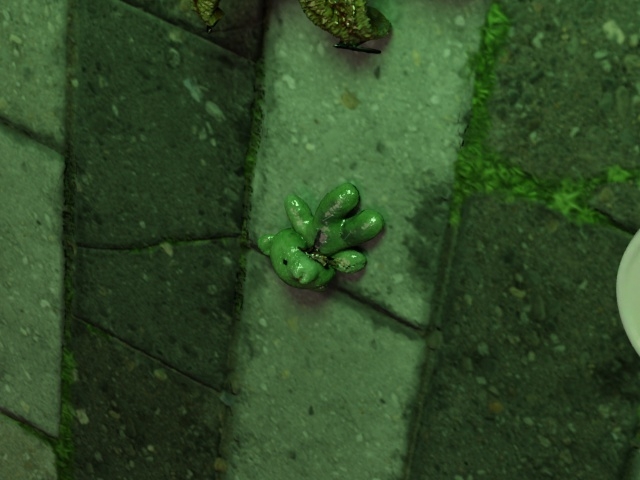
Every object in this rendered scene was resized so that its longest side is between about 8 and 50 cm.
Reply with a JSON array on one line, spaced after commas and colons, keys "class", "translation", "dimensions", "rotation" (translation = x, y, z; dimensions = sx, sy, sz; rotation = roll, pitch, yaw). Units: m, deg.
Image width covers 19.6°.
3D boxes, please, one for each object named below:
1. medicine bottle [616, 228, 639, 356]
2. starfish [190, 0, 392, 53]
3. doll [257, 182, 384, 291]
[{"class": "medicine bottle", "translation": [0.390, -0.018, 1.495], "dimensions": [0.202, 0.316, 0.202], "rotation": [20, 130, 25]}, {"class": "starfish", "translation": [0.014, -0.294, 1.718], "dimensions": [0.312, 0.113, 0.303], "rotation": [0, 127, 17]}, {"class": "doll", "translation": [0.000, 0.000, 1.997], "dimensions": [0.115, 0.077, 0.150], "rotation": [40, 126, -8]}]
